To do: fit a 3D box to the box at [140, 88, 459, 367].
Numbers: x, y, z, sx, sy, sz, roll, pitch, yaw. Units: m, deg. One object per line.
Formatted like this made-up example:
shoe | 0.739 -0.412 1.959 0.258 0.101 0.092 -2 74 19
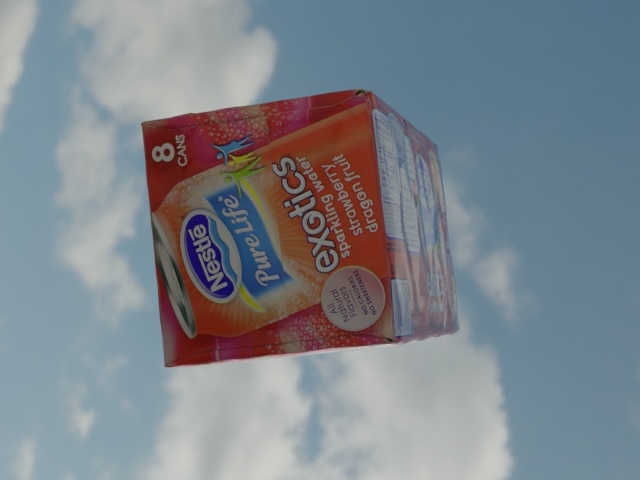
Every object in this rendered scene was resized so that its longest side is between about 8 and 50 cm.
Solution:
box | 0.000 0.000 0.776 0.123 0.257 0.128 -7 -93 12
